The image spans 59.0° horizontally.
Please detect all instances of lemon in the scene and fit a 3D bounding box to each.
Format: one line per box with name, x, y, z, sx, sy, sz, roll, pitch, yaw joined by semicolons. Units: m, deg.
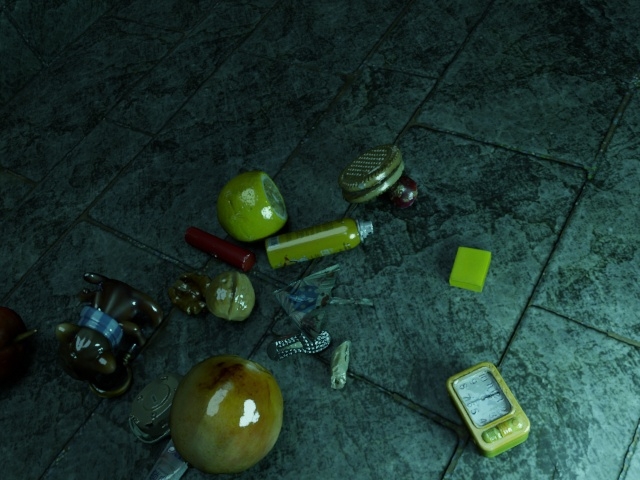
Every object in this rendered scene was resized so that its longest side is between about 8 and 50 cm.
lemon;-0.244;-0.103;1.902;0.219;0.240;0.240;-24;51;15

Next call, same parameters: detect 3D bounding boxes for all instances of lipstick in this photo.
lipstick;-0.348;0.026;1.939;0.280;0.073;0.073;22;64;28

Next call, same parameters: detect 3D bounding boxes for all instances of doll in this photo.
doll;-0.663;0.280;1.744;0.209;0.318;0.340;-41;18;37

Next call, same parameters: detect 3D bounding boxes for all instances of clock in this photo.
clock;0.417;0.421;1.420;0.143;0.096;0.202;-27;52;0

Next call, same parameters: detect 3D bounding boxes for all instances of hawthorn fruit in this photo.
hawthorn fruit;-1.068;0.334;1.818;0.330;0.287;0.287;-15;53;-2

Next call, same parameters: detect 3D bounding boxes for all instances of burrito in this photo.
burrito;0.053;0.351;1.608;0.055;0.041;0.149;6;53;4

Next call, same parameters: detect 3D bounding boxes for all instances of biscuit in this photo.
biscuit;0.169;-0.226;1.909;0.259;0.079;0.259;-28;26;16

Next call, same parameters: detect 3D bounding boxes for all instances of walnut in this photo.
walnut;-0.279;0.172;1.768;0.166;0.149;0.166;17;50;-22
walnut;-0.413;0.175;1.853;0.170;0.069;0.143;26;68;31

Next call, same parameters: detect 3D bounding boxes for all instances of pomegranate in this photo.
pomegranate;-0.250;0.458;1.463;0.319;0.319;0.319;-8;54;11

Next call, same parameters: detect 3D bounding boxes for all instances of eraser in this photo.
eraser;0.445;0.085;1.680;0.097;0.045;0.122;11;61;23

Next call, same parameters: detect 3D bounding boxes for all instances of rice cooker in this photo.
rice cooker;-0.451;0.473;1.617;0.206;0.127;0.145;-39;53;-23

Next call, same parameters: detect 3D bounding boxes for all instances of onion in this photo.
onion;0.272;-0.162;1.880;0.107;0.097;0.107;5;99;32

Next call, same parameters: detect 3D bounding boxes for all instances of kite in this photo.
kite;0.004;0.181;1.710;0.314;0.011;0.335;5;43;13

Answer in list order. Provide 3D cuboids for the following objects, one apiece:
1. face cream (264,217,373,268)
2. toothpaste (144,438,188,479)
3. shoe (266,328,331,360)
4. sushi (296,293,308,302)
face cream;0.000;0.000;1.833;0.349;0.105;0.105;-15;53;5
toothpaste;-0.453;0.680;1.515;0.100;0.066;0.323;21;59;25
shoe;-0.066;0.297;1.667;0.194;0.074;0.077;-14;8;-9
sushi;-0.058;0.201;1.744;0.044;0.046;0.083;30;68;31
